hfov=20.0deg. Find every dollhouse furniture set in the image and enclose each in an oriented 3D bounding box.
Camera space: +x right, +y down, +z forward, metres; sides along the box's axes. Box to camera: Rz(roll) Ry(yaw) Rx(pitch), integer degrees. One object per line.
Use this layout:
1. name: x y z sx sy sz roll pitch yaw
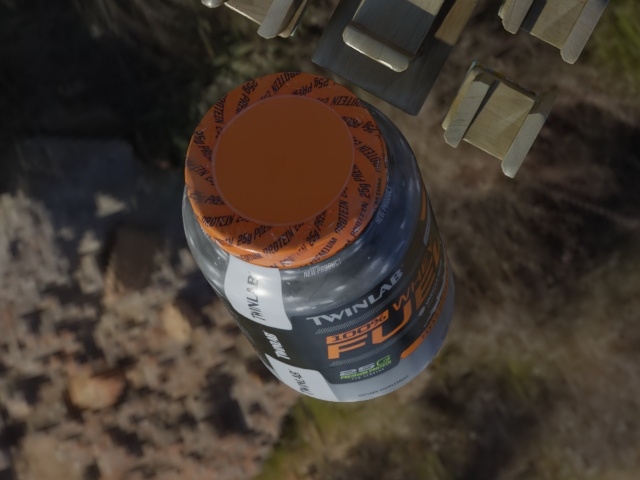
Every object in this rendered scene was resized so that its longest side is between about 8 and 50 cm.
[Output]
1. dollhouse furniture set: 0.039 -0.113 1.132 0.212 0.161 0.242 29 108 4

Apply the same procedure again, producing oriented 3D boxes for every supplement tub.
1. supplement tub: 0.000 0.000 0.898 0.117 0.117 0.190 -26 155 1
